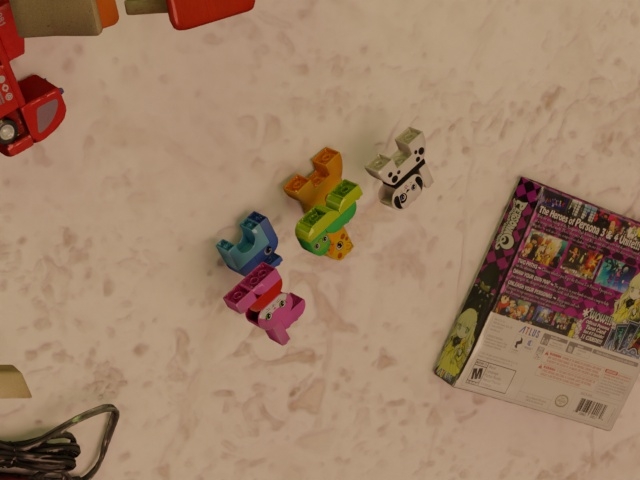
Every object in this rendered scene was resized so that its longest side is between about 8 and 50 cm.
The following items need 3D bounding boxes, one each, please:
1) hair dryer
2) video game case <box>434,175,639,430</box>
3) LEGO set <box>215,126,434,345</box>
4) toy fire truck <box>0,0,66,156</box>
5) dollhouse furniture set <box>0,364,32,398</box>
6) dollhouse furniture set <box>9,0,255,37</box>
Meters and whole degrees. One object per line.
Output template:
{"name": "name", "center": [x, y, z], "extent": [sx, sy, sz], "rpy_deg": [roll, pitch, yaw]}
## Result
{"name": "hair dryer", "center": [-0.298, 0.214, 1.470], "extent": [0.293, 0.080, 0.223], "rpy_deg": [-49, 127, -7]}
{"name": "video game case", "center": [0.242, 0.067, 1.795], "extent": [0.232, 0.042, 0.210], "rpy_deg": [18, 99, -38]}
{"name": "LEGO set", "center": [0.000, 0.000, 1.581], "extent": [0.227, 0.087, 0.093], "rpy_deg": [-43, 130, -20]}
{"name": "toy fire truck", "center": [-0.220, -0.172, 1.380], "extent": [0.135, 0.047, 0.192], "rpy_deg": [-32, 125, -20]}
{"name": "dollhouse furniture set", "center": [-0.270, 0.141, 1.384], "extent": [0.114, 0.091, 0.081], "rpy_deg": [2, 105, -32]}
{"name": "dollhouse furniture set", "center": [-0.100, -0.284, 1.318], "extent": [0.262, 0.135, 0.259], "rpy_deg": [-25, 111, -40]}
